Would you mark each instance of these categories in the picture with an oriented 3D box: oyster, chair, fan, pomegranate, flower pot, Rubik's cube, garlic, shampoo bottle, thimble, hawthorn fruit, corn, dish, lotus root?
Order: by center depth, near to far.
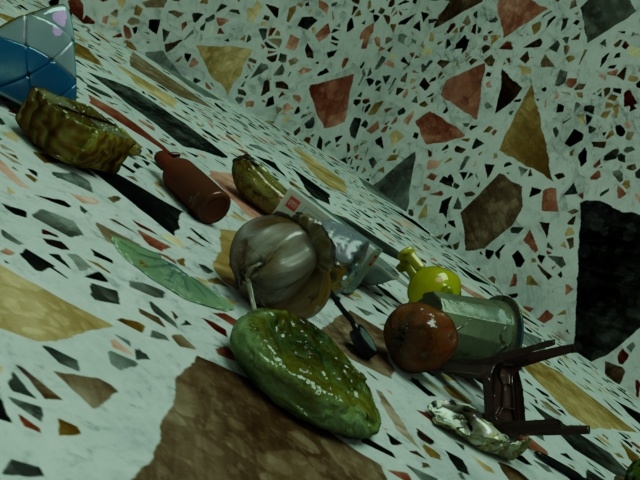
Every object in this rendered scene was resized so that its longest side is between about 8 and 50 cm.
[{"bbox_3d":[-0.244,0.059,1.500,0.240,0.009,0.131,32,13,-10],"label":"fan"},{"bbox_3d":[-0.055,0.052,1.596,0.207,0.207,0.256,31,18,-13],"label":"garlic"},{"bbox_3d":[0.281,0.354,1.658,0.200,0.061,0.106,32,28,6],"label":"oyster"},{"bbox_3d":[0.216,0.204,1.832,0.189,0.149,0.149,23,14,-25],"label":"hawthorn fruit"},{"bbox_3d":[0.357,0.313,1.858,0.326,0.183,0.176,-14,-20,34],"label":"chair"},{"bbox_3d":[-0.570,-0.368,1.887,0.254,0.254,0.254,32,11,-7],"label":"Rubik's cube"},{"bbox_3d":[0.691,0.526,1.948,0.122,0.122,0.161,28,-25,-30],"label":"pomegranate"},{"bbox_3d":[-0.291,-0.130,1.994,0.085,0.085,0.244,21,17,-49],"label":"shampoo bottle"},{"bbox_3d":[0.027,0.034,2.020,0.118,0.127,0.151,28,39,12],"label":"thimble"},{"bbox_3d":[0.315,0.210,2.055,0.203,0.212,0.212,12,18,-22],"label":"flower pot"},{"bbox_3d":[-0.444,-0.225,2.092,0.092,0.037,0.037,39,12,33],"label":"corn"},{"bbox_3d":[0.092,0.058,2.311,0.229,0.081,0.229,34,7,-5],"label":"dish"},{"bbox_3d":[-0.142,-0.121,2.382,0.258,0.097,0.110,43,19,11],"label":"lotus root"}]

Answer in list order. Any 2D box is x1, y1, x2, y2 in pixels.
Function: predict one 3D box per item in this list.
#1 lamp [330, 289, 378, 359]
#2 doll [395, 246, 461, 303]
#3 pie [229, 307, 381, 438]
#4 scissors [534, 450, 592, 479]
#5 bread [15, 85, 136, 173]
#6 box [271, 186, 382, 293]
[{"bbox_3d":[-0.012,0.116,1.847,0.371,0.108,0.130,56,8,27],"label":"lamp"},{"bbox_3d":[0.320,0.175,2.303,0.363,0.145,0.199,54,-16,26],"label":"doll"},{"bbox_3d":[-0.016,0.194,1.375,0.277,0.078,0.277,31,13,-8],"label":"pie"},{"bbox_3d":[0.526,0.483,1.853,0.220,0.017,0.088,31,14,-11],"label":"scissors"},{"bbox_3d":[-0.473,-0.209,1.774,0.181,0.096,0.222,37,9,19],"label":"bread"},{"bbox_3d":[0.000,0.000,2.151,0.269,0.135,0.079,37,8,16],"label":"box"}]
